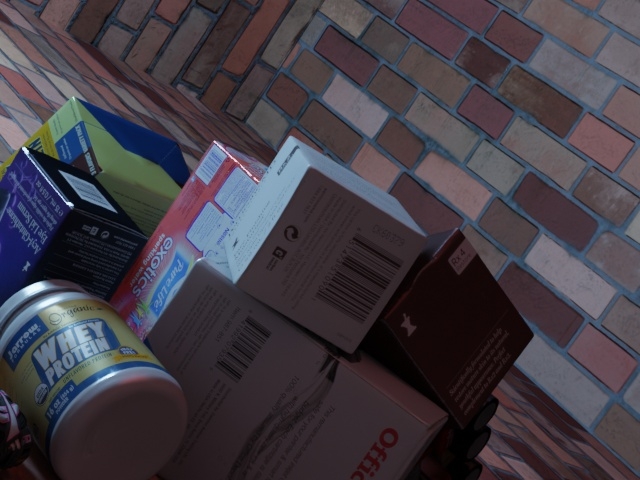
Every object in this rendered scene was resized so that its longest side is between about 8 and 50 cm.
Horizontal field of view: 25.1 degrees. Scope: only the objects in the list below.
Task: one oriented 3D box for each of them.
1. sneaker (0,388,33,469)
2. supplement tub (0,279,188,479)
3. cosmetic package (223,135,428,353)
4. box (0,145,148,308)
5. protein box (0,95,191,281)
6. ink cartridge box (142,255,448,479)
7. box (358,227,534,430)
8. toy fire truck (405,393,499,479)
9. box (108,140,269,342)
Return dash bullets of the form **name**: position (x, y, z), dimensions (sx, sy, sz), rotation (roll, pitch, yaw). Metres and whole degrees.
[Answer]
- **sneaker**: position (-0.294, 0.179, 1.298), dimensions (0.077, 0.072, 0.178), rotation (42, 12, -18)
- **supplement tub**: position (-0.237, 0.142, 1.429), dimensions (0.144, 0.144, 0.200), rotation (24, 14, -47)
- **cosmetic package**: position (0.000, 0.000, 1.548), dimensions (0.151, 0.151, 0.183), rotation (31, 7, -14)
- **box**: position (-0.307, 0.030, 1.562), dimensions (0.108, 0.207, 0.153), rotation (25, 12, -43)
- **protein box**: position (-0.303, -0.050, 1.893), dimensions (0.200, 0.201, 0.136), rotation (23, 35, -48)
- **ink cartridge box**: position (-0.052, 0.193, 1.556), dimensions (0.307, 0.223, 0.129), rotation (36, 9, 12)
- **box**: position (0.098, 0.113, 1.679), dimensions (0.203, 0.168, 0.167), rotation (-14, -64, 52)
- **toy fire truck**: position (0.110, 0.296, 1.824), dimensions (0.158, 0.217, 0.246), rotation (37, 53, 27)
- **box**: position (-0.126, 0.053, 1.766), dimensions (0.142, 0.300, 0.154), rotation (24, 13, -45)
